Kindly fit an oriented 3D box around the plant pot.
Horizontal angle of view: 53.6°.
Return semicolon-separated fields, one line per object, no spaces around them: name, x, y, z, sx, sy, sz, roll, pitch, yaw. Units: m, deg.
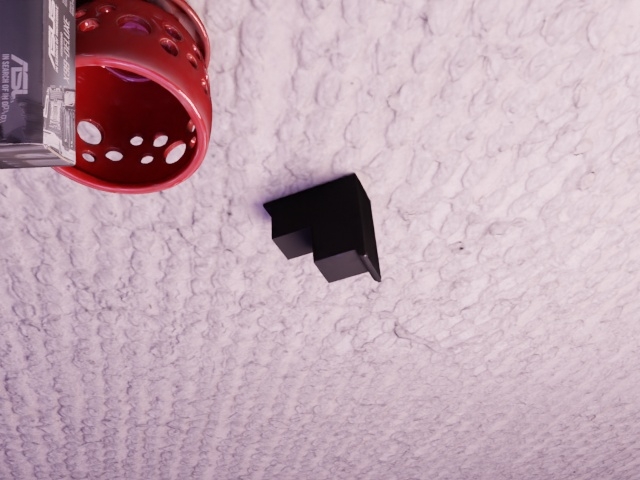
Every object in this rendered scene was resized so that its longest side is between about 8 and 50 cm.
plant pot;-0.213;-0.172;0.691;0.191;0.174;0.191;-3;142;-3

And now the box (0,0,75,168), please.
box;-0.338;-0.211;0.532;0.242;0.307;0.076;-2;172;-2

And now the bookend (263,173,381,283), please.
bookend;0.000;0.000;0.944;0.156;0.157;0.072;-18;140;15
